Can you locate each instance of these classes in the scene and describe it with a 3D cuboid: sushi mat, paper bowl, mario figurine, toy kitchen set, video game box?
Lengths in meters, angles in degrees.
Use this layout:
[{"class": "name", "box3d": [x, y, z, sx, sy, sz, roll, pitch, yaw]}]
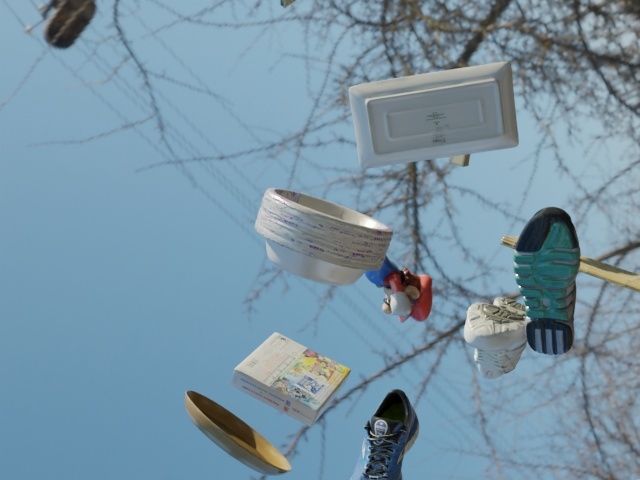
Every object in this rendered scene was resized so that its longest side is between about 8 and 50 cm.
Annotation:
[{"class": "sushi mat", "box3d": [0.481, 0.048, 1.578, 0.151, 0.316, 0.019, -3, -68, -62]}, {"class": "paper bowl", "box3d": [0.000, 0.000, 1.912, 0.284, 0.284, 0.148, 4, -75, -59]}, {"class": "mario figurine", "box3d": [0.156, 0.110, 2.387, 0.320, 0.170, 0.198, 43, -137, -11]}, {"class": "toy kitchen set", "box3d": [0.276, -0.187, 1.721, 0.083, 0.068, 0.075, -10, -66, -40]}, {"class": "video game box", "box3d": [-0.057, 0.279, 1.855, 0.187, 0.048, 0.205, 23, -157, 14]}]

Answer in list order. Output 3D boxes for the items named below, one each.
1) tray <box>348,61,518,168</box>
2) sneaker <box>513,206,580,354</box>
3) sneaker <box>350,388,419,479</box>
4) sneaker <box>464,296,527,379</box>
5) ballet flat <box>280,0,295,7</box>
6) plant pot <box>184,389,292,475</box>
[{"class": "tray", "box3d": [0.189, -0.204, 1.510, 0.030, 0.270, 0.145, -78, -20, -73]}, {"class": "sneaker", "box3d": [0.302, 0.040, 1.202, 0.098, 0.083, 0.223, -59, -31, -52]}, {"class": "sneaker", "box3d": [0.131, 0.470, 2.034, 0.330, 0.130, 0.147, -67, -28, -43]}, {"class": "sneaker", "box3d": [0.259, 0.152, 1.317, 0.232, 0.090, 0.115, 1, -72, -63]}, {"class": "ballet flat", "box3d": [-0.050, -0.552, 1.926, 0.057, 0.052, 0.168, 95, -178, -51]}, {"class": "plant pot", "box3d": [-0.155, 0.351, 1.630, 0.236, 0.032, 0.236, 37, 177, 2]}]
